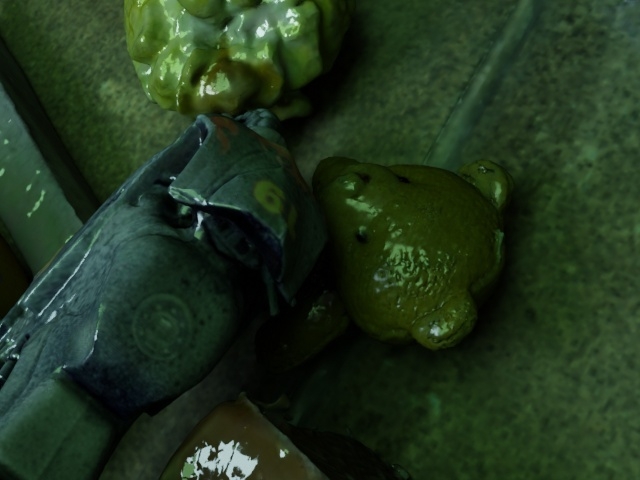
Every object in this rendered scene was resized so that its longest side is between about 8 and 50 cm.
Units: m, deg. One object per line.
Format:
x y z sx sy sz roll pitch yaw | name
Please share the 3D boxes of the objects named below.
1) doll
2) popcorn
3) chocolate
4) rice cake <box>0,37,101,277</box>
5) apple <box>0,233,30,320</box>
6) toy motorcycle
0.000 0.000 0.608 0.209 0.097 0.137 -1 53 33 | doll
-0.052 -0.132 0.679 0.141 0.162 0.135 -34 19 -17 | popcorn
0.031 0.166 0.493 0.214 0.148 0.093 39 94 35 | chocolate
-0.192 -0.046 0.731 0.056 0.072 0.365 -41 58 5 | rice cake
-0.284 0.062 0.627 0.226 0.246 0.246 30 84 33 | apple
-0.096 0.040 0.521 0.307 0.108 0.173 -54 22 -24 | toy motorcycle
